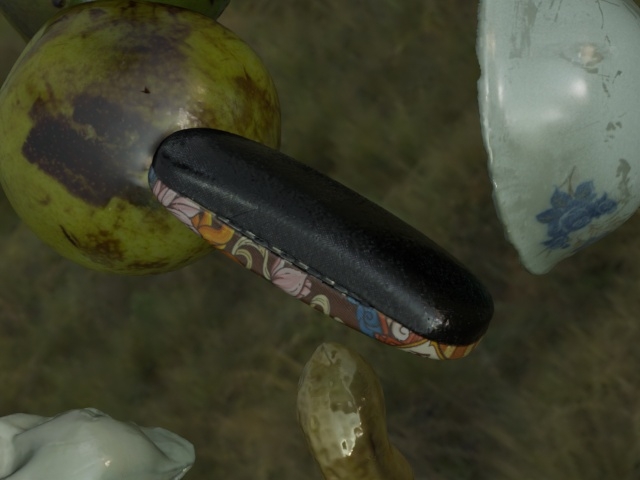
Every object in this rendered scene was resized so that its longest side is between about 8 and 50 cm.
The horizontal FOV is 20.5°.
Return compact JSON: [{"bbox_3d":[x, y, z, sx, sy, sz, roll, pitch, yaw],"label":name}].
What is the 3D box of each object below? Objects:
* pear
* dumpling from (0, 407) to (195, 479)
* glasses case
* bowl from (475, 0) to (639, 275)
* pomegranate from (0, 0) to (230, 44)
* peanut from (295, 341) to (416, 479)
[{"bbox_3d":[-0.180,-0.104,1.702,0.283,0.283,0.283,-43,25,26],"label":"pear"},{"bbox_3d":[-0.228,0.206,1.632,0.151,0.229,0.124,38,123,32],"label":"dumpling"},{"bbox_3d":[0.000,0.000,1.504,0.082,0.321,0.122,-65,-12,23],"label":"glasses case"},{"bbox_3d":[0.251,-0.125,1.599,0.146,0.313,0.313,-3,47,20],"label":"bowl"},{"bbox_3d":[-0.191,-0.307,1.840,0.323,0.291,0.290,4,61,55],"label":"pomegranate"},{"bbox_3d":[0.036,0.211,1.753,0.098,0.229,0.103,-21,12,-18],"label":"peanut"}]
